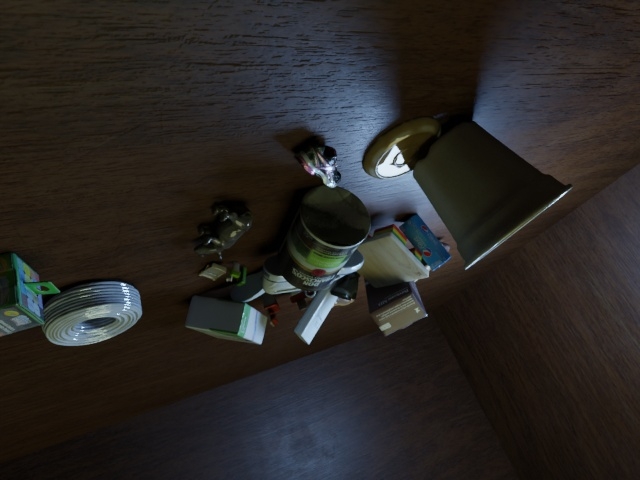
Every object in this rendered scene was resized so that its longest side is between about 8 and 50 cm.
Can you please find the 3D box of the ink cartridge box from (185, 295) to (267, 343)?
[{"bbox_3d":[-0.337,0.300,1.543,0.201,0.117,0.278,6,161,12],"label":"ink cartridge box"}]

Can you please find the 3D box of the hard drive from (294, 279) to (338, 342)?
[{"bbox_3d":[0.016,0.250,1.721,0.353,0.047,0.233,-57,163,-16],"label":"hard drive"}]

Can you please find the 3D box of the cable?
[{"bbox_3d":[-0.644,0.208,1.178,0.256,0.089,0.257,-20,157,-10],"label":"cable"}]

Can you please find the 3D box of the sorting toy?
[{"bbox_3d":[0.240,0.056,1.582,0.255,0.090,0.257,-19,130,42],"label":"sorting toy"}]

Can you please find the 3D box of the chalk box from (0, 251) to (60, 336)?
[{"bbox_3d":[-0.688,0.120,0.894,0.212,0.132,0.132,-17,155,-19],"label":"chalk box"}]

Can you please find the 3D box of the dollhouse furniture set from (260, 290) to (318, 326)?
[{"bbox_3d":[-0.103,0.238,1.714,0.258,0.135,0.262,-22,157,-5],"label":"dollhouse furniture set"}]

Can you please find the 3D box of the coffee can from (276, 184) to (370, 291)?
[{"bbox_3d":[0.000,0.000,1.215,0.201,0.202,0.275,-12,154,-27],"label":"coffee can"}]

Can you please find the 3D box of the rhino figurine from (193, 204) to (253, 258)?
[{"bbox_3d":[-0.261,-0.014,1.096,0.106,0.073,0.243,2,147,-41],"label":"rhino figurine"}]

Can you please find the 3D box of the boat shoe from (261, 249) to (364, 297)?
[{"bbox_3d":[-0.027,0.120,1.411,0.366,0.136,0.157,-11,136,-29],"label":"boat shoe"}]

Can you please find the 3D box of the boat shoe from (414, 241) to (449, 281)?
[{"bbox_3d":[0.506,0.119,2.082,0.123,0.123,0.342,0,141,-42],"label":"boat shoe"}]

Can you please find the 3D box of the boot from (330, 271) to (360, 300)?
[{"bbox_3d":[0.114,0.153,1.681,0.083,0.161,0.246,16,179,16],"label":"boot"}]

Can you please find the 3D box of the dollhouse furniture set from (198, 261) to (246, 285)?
[{"bbox_3d":[-0.310,0.096,1.349,0.151,0.059,0.076,25,137,-37],"label":"dollhouse furniture set"}]

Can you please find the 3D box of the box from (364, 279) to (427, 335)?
[{"bbox_3d":[0.298,0.205,1.759,0.191,0.381,0.143,-30,113,13],"label":"box"}]

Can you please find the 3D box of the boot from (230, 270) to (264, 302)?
[{"bbox_3d":[-0.189,0.159,1.507,0.258,0.095,0.123,-29,150,8],"label":"boot"}]

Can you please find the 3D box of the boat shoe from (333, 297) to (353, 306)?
[{"bbox_3d":[0.076,0.299,2.123,0.206,0.073,0.073,-12,-168,-20],"label":"boat shoe"}]

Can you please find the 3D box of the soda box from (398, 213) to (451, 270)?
[{"bbox_3d":[0.399,0.005,1.592,0.071,0.210,0.067,-26,167,-49],"label":"soda box"}]

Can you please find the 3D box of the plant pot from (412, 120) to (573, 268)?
[{"bbox_3d":[0.432,-0.144,1.141,0.333,0.306,0.334,-33,163,-11],"label":"plant pot"}]

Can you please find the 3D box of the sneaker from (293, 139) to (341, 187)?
[{"bbox_3d":[0.015,-0.185,1.003,0.077,0.072,0.178,-42,159,14],"label":"sneaker"}]

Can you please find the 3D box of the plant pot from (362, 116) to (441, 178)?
[{"bbox_3d":[0.229,-0.239,1.136,0.236,0.033,0.236,-20,156,-9],"label":"plant pot"}]
